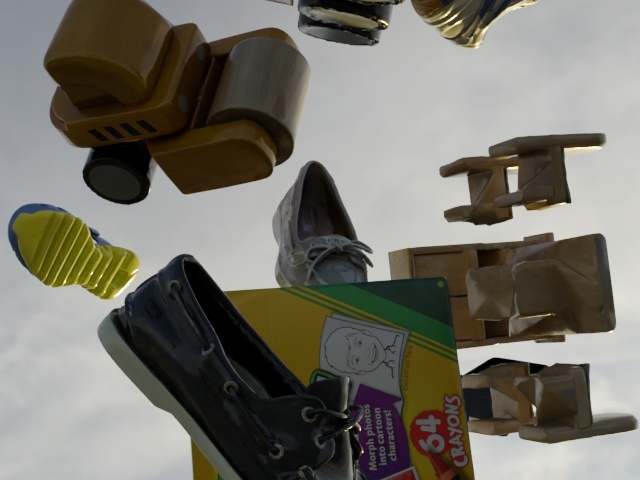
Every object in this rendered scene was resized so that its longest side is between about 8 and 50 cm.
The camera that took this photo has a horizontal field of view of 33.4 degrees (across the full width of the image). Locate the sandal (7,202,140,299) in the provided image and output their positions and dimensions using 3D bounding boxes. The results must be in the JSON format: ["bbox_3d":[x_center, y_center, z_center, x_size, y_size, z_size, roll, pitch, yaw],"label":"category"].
[{"bbox_3d":[-0.440,0.011,1.815,0.138,0.126,0.317,32,-7,24],"label":"sandal"}]

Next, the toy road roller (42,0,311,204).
[{"bbox_3d":[-0.200,-0.201,1.366,0.330,0.202,0.240,-7,-40,24],"label":"toy road roller"}]

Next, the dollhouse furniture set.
[{"bbox_3d":[0.297,0.067,1.457,0.256,0.362,0.394,-4,-5,-22],"label":"dollhouse furniture set"}]

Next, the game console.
[{"bbox_3d":[0.253,0.219,1.513,0.071,0.107,0.122,13,-6,-31],"label":"game console"}]

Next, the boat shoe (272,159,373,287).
[{"bbox_3d":[0.002,0.000,1.467,0.118,0.320,0.103,12,-63,-15],"label":"boat shoe"}]

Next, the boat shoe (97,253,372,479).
[{"bbox_3d":[-0.027,0.137,0.848,0.113,0.340,0.127,-52,-22,9],"label":"boat shoe"}]

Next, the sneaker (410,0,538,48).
[{"bbox_3d":[0.246,-0.362,1.306,0.296,0.112,0.131,-39,-44,14],"label":"sneaker"}]

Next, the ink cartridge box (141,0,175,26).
[{"bbox_3d":[-0.272,-0.292,1.646,0.179,0.145,0.045,36,-45,-25],"label":"ink cartridge box"}]

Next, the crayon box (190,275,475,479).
[{"bbox_3d":[0.008,0.235,1.230,0.313,0.363,0.106,-4,-18,-8],"label":"crayon box"}]

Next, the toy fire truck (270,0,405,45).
[{"bbox_3d":[-0.065,-0.224,0.616,0.246,0.158,0.217,10,2,-3],"label":"toy fire truck"}]
